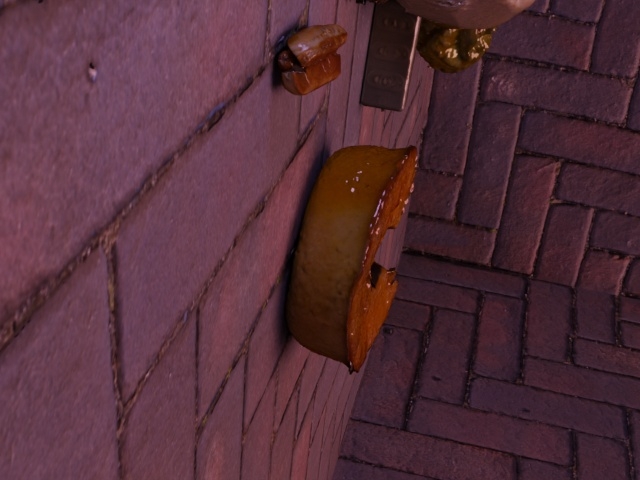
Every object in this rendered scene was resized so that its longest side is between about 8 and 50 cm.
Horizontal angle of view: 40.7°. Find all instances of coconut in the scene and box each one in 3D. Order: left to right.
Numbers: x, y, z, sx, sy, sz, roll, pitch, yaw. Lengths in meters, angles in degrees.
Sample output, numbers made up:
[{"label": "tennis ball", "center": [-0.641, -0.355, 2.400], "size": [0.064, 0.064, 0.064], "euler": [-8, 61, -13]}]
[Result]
[{"label": "coconut", "center": [0.275, -0.611, 1.760], "size": [0.346, 0.360, 0.346], "euler": [-30, 133, -39]}]

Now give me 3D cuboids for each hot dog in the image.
[{"label": "hot dog", "center": [-0.009, -0.263, 1.236], "size": [0.236, 0.062, 0.092], "euler": [-46, 146, -69]}]

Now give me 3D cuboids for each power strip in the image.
[{"label": "power strip", "center": [0.161, -0.416, 1.954], "size": [0.070, 0.105, 0.257], "euler": [-52, 152, -68]}]

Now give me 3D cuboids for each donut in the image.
[{"label": "donut", "center": [0.049, 0.031, 1.637], "size": [0.378, 0.163, 0.435], "euler": [-53, 154, -57]}]

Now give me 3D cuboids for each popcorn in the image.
[{"label": "popcorn", "center": [0.367, -0.629, 2.488], "size": [0.247, 0.282, 0.282], "euler": [-44, -163, 41]}]

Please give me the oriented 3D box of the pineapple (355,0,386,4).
[{"label": "pineapple", "center": [0.094, -0.474, 1.611], "size": [0.159, 0.074, 0.074], "euler": [-42, 143, -64]}]

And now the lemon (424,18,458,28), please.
[{"label": "lemon", "center": [0.349, -0.685, 2.218], "size": [0.297, 0.297, 0.297], "euler": [11, 90, -81]}]
